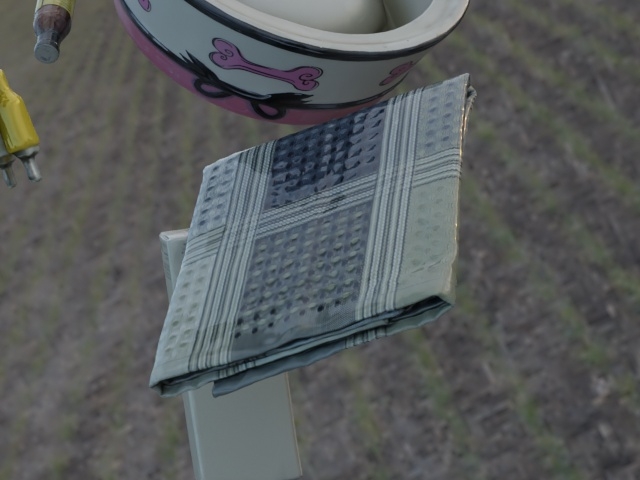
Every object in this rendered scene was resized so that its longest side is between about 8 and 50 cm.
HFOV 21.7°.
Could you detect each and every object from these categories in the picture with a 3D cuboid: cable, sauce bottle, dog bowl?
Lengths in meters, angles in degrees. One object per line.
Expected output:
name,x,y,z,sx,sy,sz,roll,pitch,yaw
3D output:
cable,-0.344,-0.188,1.600,0.139,0.287,0.072,0,10,26
sauce bottle,-0.284,-0.235,1.773,0.042,0.042,0.128,-21,40,22
dog bowl,-0.048,-0.294,1.844,0.408,0.408,0.150,-41,-15,-45

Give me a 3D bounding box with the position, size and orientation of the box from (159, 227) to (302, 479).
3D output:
box,-0.096,0.120,1.771,0.113,0.275,0.094,-8,6,-11

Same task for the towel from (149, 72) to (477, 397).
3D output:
towel,0.000,0.000,1.542,0.312,0.056,0.324,-18,37,25
